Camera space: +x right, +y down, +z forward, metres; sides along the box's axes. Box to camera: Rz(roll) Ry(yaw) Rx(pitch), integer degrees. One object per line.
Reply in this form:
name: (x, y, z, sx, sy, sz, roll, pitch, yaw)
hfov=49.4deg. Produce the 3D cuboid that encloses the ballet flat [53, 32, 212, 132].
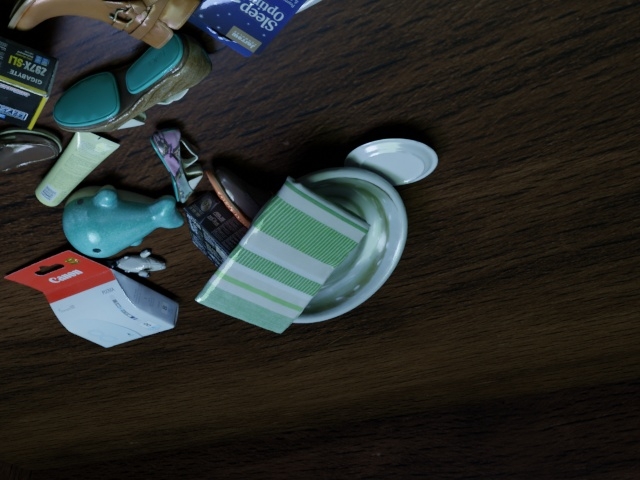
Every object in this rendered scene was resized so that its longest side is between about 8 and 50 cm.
ballet flat: (-0.341, -0.277, 1.303, 0.343, 0.116, 0.124, -23, 159, 25)

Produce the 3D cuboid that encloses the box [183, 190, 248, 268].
box: (-0.227, -0.002, 1.628, 0.078, 0.180, 0.147, -37, 154, -22)

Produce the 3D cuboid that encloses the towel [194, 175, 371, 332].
towel: (-0.074, 0.041, 1.465, 0.248, 0.038, 0.324, 28, 107, -37)

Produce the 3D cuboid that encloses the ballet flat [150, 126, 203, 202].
ballet flat: (-0.298, -0.161, 1.497, 0.079, 0.076, 0.221, -19, 146, -7)

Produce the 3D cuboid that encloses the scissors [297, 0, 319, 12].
scissors: (0.060, -0.427, 1.131, 0.109, 0.021, 0.297, 24, 139, -31)

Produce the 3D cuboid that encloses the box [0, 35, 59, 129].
box: (-0.633, -0.302, 1.184, 0.322, 0.079, 0.257, 19, 169, -26)

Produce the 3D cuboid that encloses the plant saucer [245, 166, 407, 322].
plant saucer: (0.000, 0.000, 1.562, 0.401, 0.100, 0.400, -13, 127, -18)

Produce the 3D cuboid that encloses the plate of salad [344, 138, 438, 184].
plate of salad: (0.150, -0.172, 1.491, 0.200, 0.048, 0.200, 0, 157, 0)

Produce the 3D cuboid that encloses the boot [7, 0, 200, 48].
boot: (-0.356, -0.387, 1.139, 0.283, 0.109, 0.220, -32, 139, 29)

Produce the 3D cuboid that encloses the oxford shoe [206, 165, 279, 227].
oxford shoe: (-0.108, -0.080, 1.598, 0.133, 0.130, 0.364, -44, 130, 11)

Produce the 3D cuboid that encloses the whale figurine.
whale figurine: (-0.459, -0.037, 1.610, 0.272, 0.141, 0.216, -3, 146, 4)

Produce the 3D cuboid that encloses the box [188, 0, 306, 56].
box: (-0.117, -0.396, 1.157, 0.136, 0.036, 0.225, 26, 140, -27)

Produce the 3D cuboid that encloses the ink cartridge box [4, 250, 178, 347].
ink cartridge box: (-0.646, 0.175, 1.959, 0.308, 0.091, 0.385, -18, 144, 33)

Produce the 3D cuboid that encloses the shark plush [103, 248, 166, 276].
shark plush: (-0.498, 0.071, 1.856, 0.161, 0.073, 0.067, -11, 175, 8)

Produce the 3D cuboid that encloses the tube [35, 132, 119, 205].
tube: (-0.536, -0.159, 1.511, 0.240, 0.070, 0.062, -35, 89, 35)

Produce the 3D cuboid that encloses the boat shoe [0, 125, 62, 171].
boat shoe: (-0.669, -0.172, 1.449, 0.258, 0.095, 0.095, -4, 146, 6)
